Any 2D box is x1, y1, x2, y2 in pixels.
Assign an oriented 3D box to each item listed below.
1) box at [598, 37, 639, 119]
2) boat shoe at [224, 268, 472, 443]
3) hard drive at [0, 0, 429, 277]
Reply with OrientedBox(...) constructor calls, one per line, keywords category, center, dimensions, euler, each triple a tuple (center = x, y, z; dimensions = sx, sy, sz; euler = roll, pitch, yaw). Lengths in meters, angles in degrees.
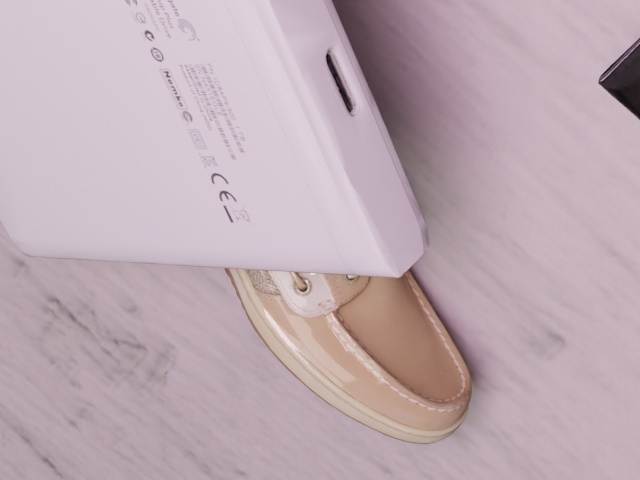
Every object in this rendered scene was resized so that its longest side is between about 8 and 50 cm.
OrientedBox(category="box", center=(0.346, -0.104, 1.029), dimensions=(0.257, 0.079, 0.322), euler=(45, 128, 3))
OrientedBox(category="boat shoe", center=(0.000, 0.000, 1.266), dimensions=(0.302, 0.109, 0.098), euler=(50, 129, 5))
OrientedBox(category="hard drive", center=(-0.113, -0.088, 1.174), dimensions=(0.353, 0.047, 0.233), euler=(2, 125, 45))
